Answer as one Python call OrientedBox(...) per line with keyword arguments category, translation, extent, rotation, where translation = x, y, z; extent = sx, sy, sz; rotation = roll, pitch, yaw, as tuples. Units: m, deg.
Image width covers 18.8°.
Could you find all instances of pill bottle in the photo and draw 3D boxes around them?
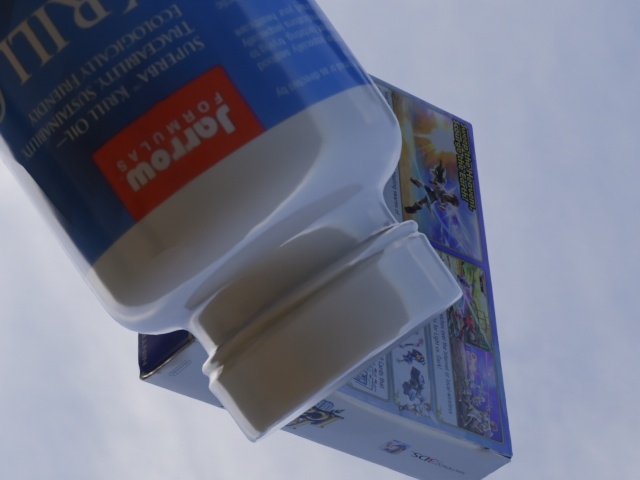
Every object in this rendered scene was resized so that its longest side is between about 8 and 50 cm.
OrientedBox(category="pill bottle", translation=(-0.049, -0.046, 0.676), extent=(0.124, 0.124, 0.221), rotation=(-39, -96, 23))

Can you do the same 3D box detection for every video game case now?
OrientedBox(category="video game case", translation=(0.000, 0.000, 1.210), extent=(0.061, 0.244, 0.269), rotation=(-38, -138, 39))
